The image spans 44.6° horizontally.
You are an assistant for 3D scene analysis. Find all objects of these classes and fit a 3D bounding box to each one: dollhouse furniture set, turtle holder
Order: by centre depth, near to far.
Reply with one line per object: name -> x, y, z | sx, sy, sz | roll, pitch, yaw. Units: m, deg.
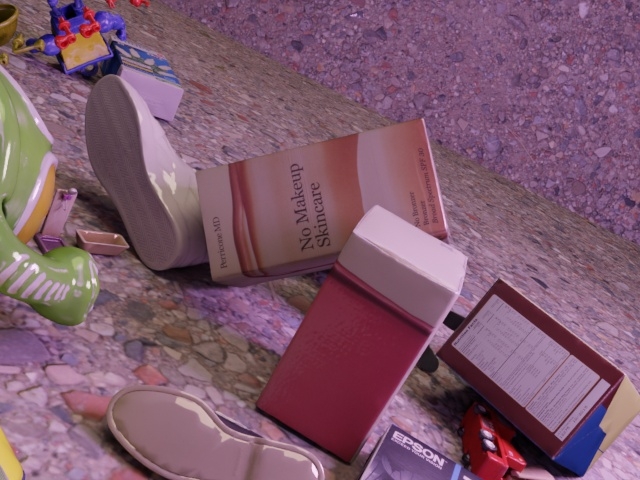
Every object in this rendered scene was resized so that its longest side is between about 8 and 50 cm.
turtle holder -> -0.349, -0.070, 0.750 | 0.320, 0.244, 0.227 | 13, -6, 8
dollhouse furniture set -> -0.295, -0.035, 0.978 | 0.114, 0.081, 0.091 | 9, 27, -44

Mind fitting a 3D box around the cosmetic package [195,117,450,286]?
cosmetic package -> 0.006, -0.042, 1.001 | 0.129, 0.296, 0.153 | 29, 48, -77

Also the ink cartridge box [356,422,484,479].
ink cartridge box -> 0.101, 0.278, 0.741 | 0.165, 0.065, 0.332 | 30, 18, 9

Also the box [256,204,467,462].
box -> 0.048, 0.098, 0.868 | 0.126, 0.232, 0.148 | 30, 18, 5

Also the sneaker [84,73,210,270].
sneaker -> -0.218, -0.091, 1.109 | 0.169, 0.108, 0.293 | 1, 63, -59

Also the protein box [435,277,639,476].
protein box -> 0.295, 0.186, 1.042 | 0.201, 0.136, 0.200 | 42, 2, 35

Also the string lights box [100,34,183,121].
string lights box -> -0.389, -0.351, 1.680 | 0.133, 0.077, 0.260 | 16, 22, -28

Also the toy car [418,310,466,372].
toy car -> 0.119, 0.099, 1.120 | 0.188, 0.155, 0.149 | 43, 21, 6

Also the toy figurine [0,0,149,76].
toy figurine -> -0.499, -0.381, 1.543 | 0.362, 0.217, 0.191 | -28, 62, -15

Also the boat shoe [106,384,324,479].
boat shoe -> -0.099, 0.195, 0.718 | 0.206, 0.075, 0.065 | 22, -24, -1

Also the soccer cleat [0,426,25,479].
soccer cleat -> -0.277, 0.143, 0.575 | 0.121, 0.093, 0.289 | 52, -3, -36

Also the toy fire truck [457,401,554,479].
toy fire truck -> 0.240, 0.281, 0.943 | 0.135, 0.047, 0.192 | 29, 16, -4
